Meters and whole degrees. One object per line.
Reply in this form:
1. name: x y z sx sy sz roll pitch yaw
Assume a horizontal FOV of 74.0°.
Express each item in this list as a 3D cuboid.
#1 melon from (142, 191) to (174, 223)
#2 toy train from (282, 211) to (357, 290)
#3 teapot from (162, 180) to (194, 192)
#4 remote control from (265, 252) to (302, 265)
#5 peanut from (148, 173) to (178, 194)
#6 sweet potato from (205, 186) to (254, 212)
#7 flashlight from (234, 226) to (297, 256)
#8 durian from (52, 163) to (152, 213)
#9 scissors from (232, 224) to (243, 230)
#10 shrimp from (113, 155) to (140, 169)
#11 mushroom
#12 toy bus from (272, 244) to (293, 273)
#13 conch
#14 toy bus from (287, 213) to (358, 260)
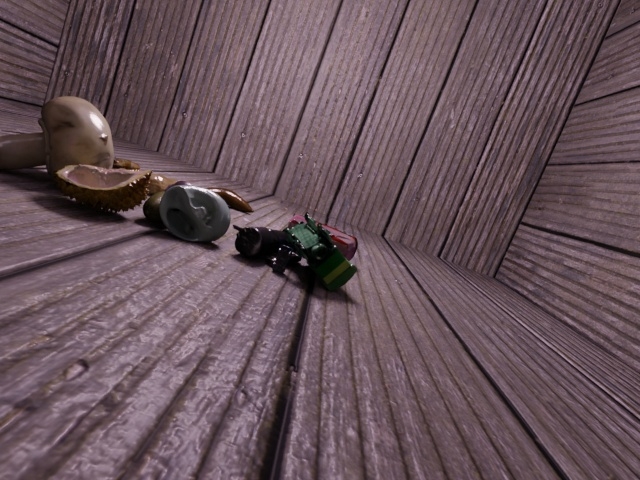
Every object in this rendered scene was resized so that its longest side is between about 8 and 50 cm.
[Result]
1. melon: -0.494 -0.103 1.335 0.099 0.099 0.162 22 14 6
2. toy train: -0.013 0.029 1.381 0.202 0.120 0.301 54 -4 -23
3. teapot: -0.469 -0.134 1.470 0.146 0.148 0.116 32 11 -9
4. remote control: -0.119 0.062 1.420 0.059 0.028 0.212 24 9 14
5. peanut: -0.652 -0.227 1.769 0.104 0.085 0.228 13 3 24
6. sweet potato: -0.494 -0.217 2.091 0.346 0.079 0.108 13 24 -24
7. flashlight: -0.153 0.000 1.477 0.103 0.103 0.424 24 9 17
8. durian: -0.620 -0.143 1.211 0.250 0.137 0.183 9 43 -16
9. scissors: -0.251 -0.018 1.649 0.220 0.017 0.088 23 10 19
10. shrimp: -0.989 -0.377 2.034 0.169 0.058 0.296 14 5 3
11. mushroom: -0.828 -0.298 1.321 0.336 0.314 0.314 -12 27 -34
12. toy bus: -0.115 0.058 1.292 0.038 0.083 0.046 22 -3 7
13. conch: -0.385 -0.077 1.293 0.221 0.184 0.121 29 -39 -29
14. toy bus: 0.000 0.000 1.764 0.303 0.127 0.147 23 14 7
